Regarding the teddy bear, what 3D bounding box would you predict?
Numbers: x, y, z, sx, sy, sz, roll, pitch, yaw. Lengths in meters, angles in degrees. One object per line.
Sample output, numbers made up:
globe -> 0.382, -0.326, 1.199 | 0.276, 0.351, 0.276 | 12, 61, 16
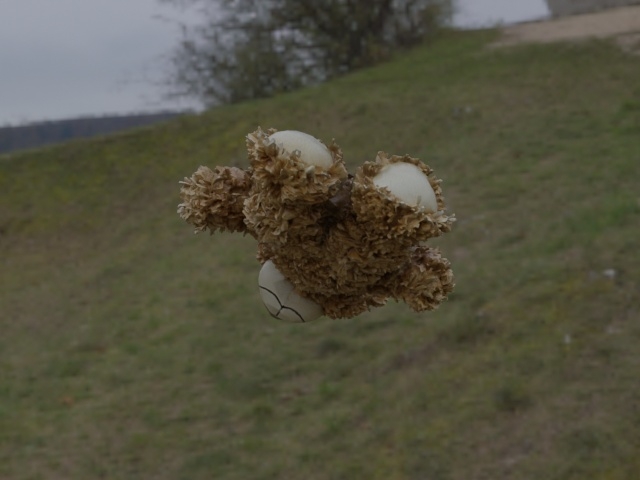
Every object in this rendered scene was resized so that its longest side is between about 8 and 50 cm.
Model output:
teddy bear -> 0.000, 0.000, 1.079 | 0.245, 0.113, 0.338 | 19, -17, -20
